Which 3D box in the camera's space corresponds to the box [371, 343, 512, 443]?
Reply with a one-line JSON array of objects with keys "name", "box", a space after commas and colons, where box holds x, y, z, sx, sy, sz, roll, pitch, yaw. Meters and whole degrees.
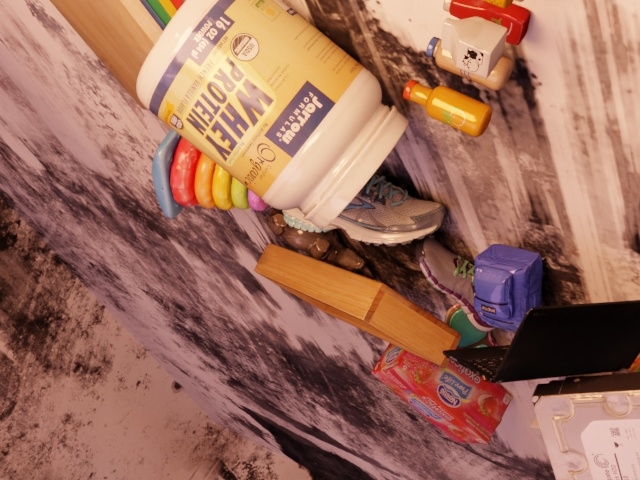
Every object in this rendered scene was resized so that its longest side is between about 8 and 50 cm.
[{"name": "box", "box": [0.253, 0.302, 1.695, 0.257, 0.122, 0.128, 40, 156, -10]}]

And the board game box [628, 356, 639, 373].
[{"name": "board game box", "box": [0.594, 0.242, 1.255, 0.259, 0.039, 0.124, 31, 155, 17]}]

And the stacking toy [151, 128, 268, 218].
[{"name": "stacking toy", "box": [-0.132, -0.112, 1.452, 0.302, 0.165, 0.175, 16, 137, 15]}]

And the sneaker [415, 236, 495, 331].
[{"name": "sneaker", "box": [0.254, 0.060, 1.343, 0.098, 0.083, 0.224, -23, 125, 40]}]

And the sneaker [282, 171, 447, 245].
[{"name": "sneaker", "box": [0.063, -0.069, 1.296, 0.283, 0.110, 0.122, 7, 114, 24]}]

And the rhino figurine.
[{"name": "rhino figurine", "box": [0.000, 0.000, 1.543, 0.243, 0.073, 0.106, 33, 166, 1]}]

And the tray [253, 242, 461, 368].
[{"name": "tray", "box": [0.055, 0.110, 1.513, 0.203, 0.076, 0.411, 32, 173, -30]}]

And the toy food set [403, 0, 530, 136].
[{"name": "toy food set", "box": [0.157, -0.228, 0.877, 0.104, 0.111, 0.232, 27, 157, 18]}]

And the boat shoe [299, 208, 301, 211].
[{"name": "boat shoe", "box": [-0.034, -0.136, 1.264, 0.223, 0.080, 0.073, 66, -166, 12]}]

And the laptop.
[{"name": "laptop", "box": [0.346, 0.135, 1.228, 0.234, 0.136, 0.264, -2, -173, -16]}]

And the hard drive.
[{"name": "hard drive", "box": [0.511, 0.310, 1.210, 0.339, 0.064, 0.237, -10, 106, 33]}]

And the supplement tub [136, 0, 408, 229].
[{"name": "supplement tub", "box": [-0.061, -0.185, 1.099, 0.316, 0.228, 0.228, 38, 156, -5]}]

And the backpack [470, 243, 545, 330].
[{"name": "backpack", "box": [0.282, 0.080, 1.255, 0.098, 0.101, 0.120, 20, 129, 43]}]

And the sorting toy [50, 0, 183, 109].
[{"name": "sorting toy", "box": [-0.279, -0.325, 1.280, 0.255, 0.089, 0.257, 17, 151, 51]}]

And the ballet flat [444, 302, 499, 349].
[{"name": "ballet flat", "box": [0.280, 0.171, 1.488, 0.077, 0.079, 0.221, -27, 126, 14]}]

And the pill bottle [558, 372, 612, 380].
[{"name": "pill bottle", "box": [0.455, 0.321, 1.377, 0.117, 0.117, 0.208, 4, 103, 50]}]

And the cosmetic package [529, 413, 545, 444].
[{"name": "cosmetic package", "box": [0.521, 0.367, 1.511, 0.117, 0.085, 0.231, 48, 152, -23]}]
